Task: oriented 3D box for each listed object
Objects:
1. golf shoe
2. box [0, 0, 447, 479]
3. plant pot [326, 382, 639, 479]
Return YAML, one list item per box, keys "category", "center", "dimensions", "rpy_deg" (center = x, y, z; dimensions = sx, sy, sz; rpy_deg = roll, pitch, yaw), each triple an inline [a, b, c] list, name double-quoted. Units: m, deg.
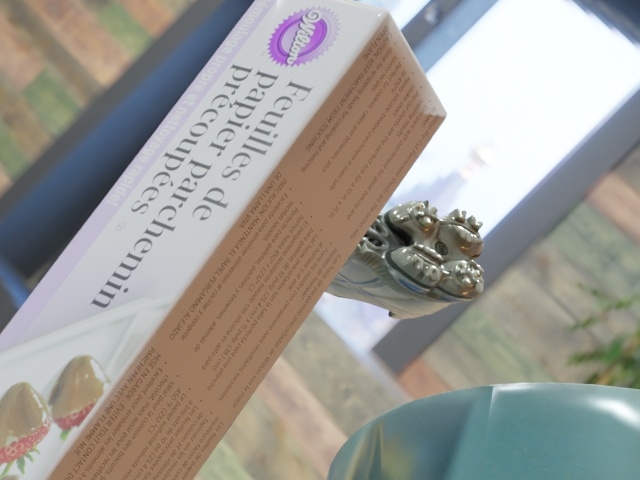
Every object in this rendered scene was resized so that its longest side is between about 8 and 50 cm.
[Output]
- category: "golf shoe"
  center: [0.000, 0.000, 0.919]
  dimensions: [0.176, 0.086, 0.069]
  rpy_deg: [27, 51, -20]
- category: "box"
  center: [-0.072, 0.050, 0.604]
  dimensions: [0.063, 0.324, 0.067]
  rpy_deg: [20, -23, 39]
- category: "plant pot"
  center: [0.112, 0.237, 0.710]
  dimensions: [0.293, 0.235, 0.293]
  rpy_deg: [13, -35, 9]
